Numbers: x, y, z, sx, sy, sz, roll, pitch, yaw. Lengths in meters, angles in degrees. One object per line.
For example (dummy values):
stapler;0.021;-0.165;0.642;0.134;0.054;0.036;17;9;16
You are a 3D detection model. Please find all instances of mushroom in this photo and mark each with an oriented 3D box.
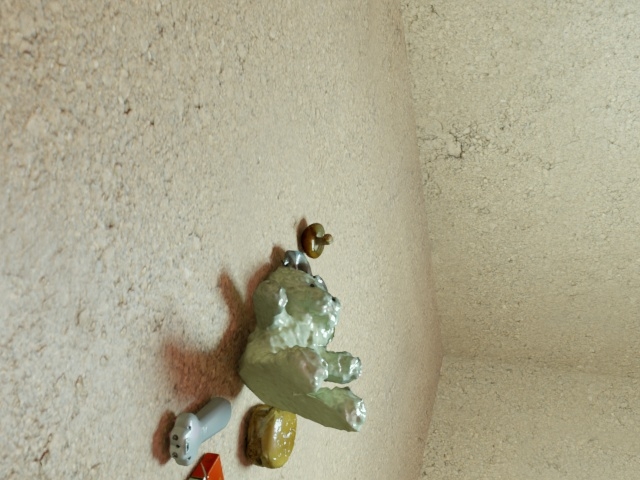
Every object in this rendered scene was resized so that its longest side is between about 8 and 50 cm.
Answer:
mushroom;-0.010;-0.005;1.805;0.088;0.072;0.129;-64;-172;-18

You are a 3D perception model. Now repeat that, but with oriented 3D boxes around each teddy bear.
teddy bear;-0.005;0.176;1.528;0.327;0.375;0.362;49;59;-21

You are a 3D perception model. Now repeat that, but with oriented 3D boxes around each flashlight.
flashlight;-0.219;0.337;1.328;0.200;0.047;0.093;-22;115;-72

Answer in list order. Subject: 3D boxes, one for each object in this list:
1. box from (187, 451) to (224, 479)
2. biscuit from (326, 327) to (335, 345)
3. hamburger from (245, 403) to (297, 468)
box;-0.238;0.518;1.323;0.245;0.035;0.139;-50;140;-59
biscuit;-0.022;0.217;1.885;0.273;0.036;0.187;-29;121;-67
hamburger;-0.107;0.433;1.613;0.147;0.083;0.138;20;79;-67
